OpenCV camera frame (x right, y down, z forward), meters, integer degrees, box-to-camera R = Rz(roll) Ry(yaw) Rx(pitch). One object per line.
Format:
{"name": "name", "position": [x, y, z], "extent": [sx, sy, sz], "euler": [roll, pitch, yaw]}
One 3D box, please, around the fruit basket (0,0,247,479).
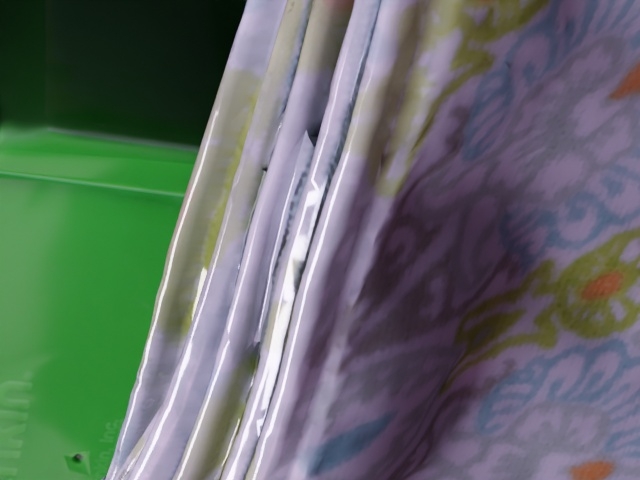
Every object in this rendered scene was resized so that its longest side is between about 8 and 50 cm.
{"name": "fruit basket", "position": [-0.104, 0.002, 0.670], "extent": [0.283, 0.392, 0.392], "euler": [7, 170, -16]}

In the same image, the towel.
{"name": "towel", "position": [0.115, 0.023, 0.499], "extent": [0.375, 0.320, 0.090], "euler": [3, -150, -33]}
